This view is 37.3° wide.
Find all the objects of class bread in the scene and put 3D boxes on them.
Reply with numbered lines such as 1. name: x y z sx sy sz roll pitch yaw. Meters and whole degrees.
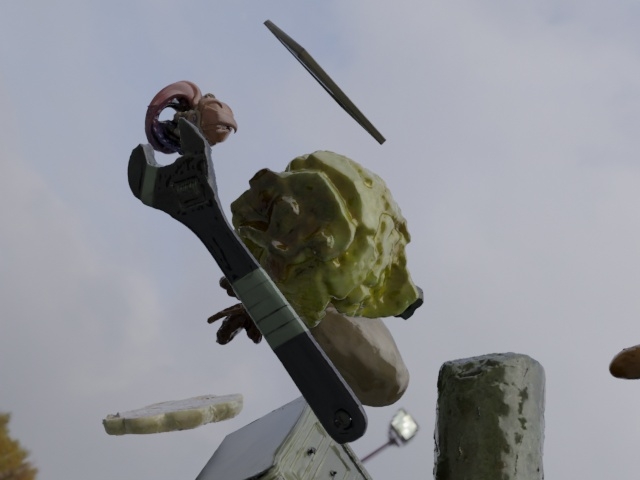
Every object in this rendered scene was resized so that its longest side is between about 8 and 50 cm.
1. bread: -0.311 0.375 2.034 0.316 0.316 0.054 -16 -99 60

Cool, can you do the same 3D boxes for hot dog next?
1. hot dog: 0.517 0.189 1.469 0.140 0.090 0.060 -20 -108 31

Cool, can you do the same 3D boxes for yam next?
1. yam: 0.280 0.333 1.580 0.195 0.195 0.300 123 -21 -56

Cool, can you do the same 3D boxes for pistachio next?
1. pistachio: 0.045 0.217 1.870 0.288 0.197 0.166 44 1 7

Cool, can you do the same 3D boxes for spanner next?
1. spanner: -0.057 0.031 0.788 0.087 0.024 0.315 -44 -105 26

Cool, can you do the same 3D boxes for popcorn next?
1. popcorn: -0.004 -0.002 1.504 0.293 0.237 0.292 -2 -94 26

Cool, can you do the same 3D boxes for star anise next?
1. star anise: -0.110 0.111 1.702 0.196 0.111 0.212 20 -85 12

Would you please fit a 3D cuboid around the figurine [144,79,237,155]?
1. figurine: -0.199 -0.197 1.531 0.157 0.114 0.126 -3 -78 26

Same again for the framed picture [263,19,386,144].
1. framed picture: 0.007 -0.300 1.787 0.265 0.018 0.192 42 5 -38

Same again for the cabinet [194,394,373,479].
1. cabinet: -0.035 0.478 1.598 0.228 0.290 0.318 -32 -83 23
